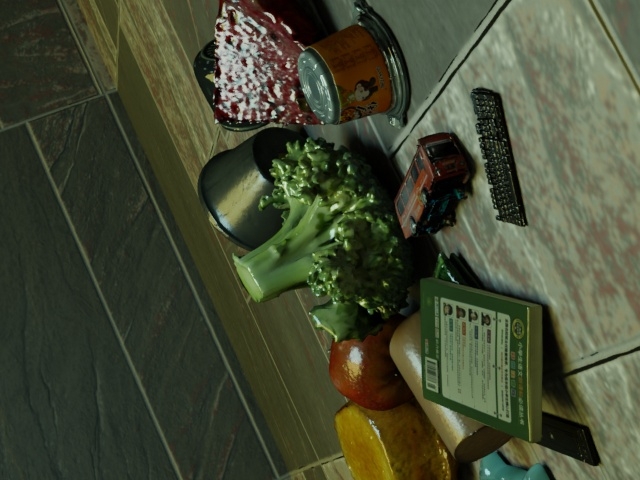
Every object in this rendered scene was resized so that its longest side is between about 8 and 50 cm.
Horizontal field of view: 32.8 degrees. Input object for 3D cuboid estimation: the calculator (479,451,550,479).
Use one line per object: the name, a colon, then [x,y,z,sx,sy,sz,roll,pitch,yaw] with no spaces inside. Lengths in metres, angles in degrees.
calculator: [0.382,0.544,1.823,0.386,0.054,0.256,65,164,-4]

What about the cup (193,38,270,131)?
cup: [-0.153,-0.335,2.214,0.223,0.169,0.176,-77,-28,-52]

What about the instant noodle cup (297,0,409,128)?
instant noodle cup: [0.042,-0.257,1.705,0.208,0.126,0.177,66,163,4]

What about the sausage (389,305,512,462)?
sausage: [0.214,0.238,1.826,0.252,0.123,0.123,59,162,32]

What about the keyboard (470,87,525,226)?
keyboard: [0.239,-0.110,1.470,0.060,0.018,0.195,28,139,61]

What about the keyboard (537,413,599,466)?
keyboard: [0.353,0.292,1.643,0.061,0.013,0.204,70,164,-7]

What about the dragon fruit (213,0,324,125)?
dragon fruit: [-0.106,-0.332,1.891,0.302,0.240,0.330,20,141,44]

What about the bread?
bread: [0.152,0.409,2.153,0.312,0.172,0.312,56,158,37]

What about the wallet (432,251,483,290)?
wallet: [0.246,0.147,1.723,0.160,0.055,0.236,97,151,-51]

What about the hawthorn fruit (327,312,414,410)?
hawthorn fruit: [0.089,0.217,2.025,0.226,0.197,0.196,1,114,53]

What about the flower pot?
flower pot: [-0.098,-0.121,2.197,0.269,0.269,0.166,61,142,23]

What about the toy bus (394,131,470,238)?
toy bus: [0.166,-0.076,1.656,0.235,0.074,0.096,104,148,-65]

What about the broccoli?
broccoli: [0.025,0.000,1.872,0.338,0.317,0.277,34,162,2]

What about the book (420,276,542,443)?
book: [0.236,0.173,1.635,0.264,0.027,0.201,13,106,59]
